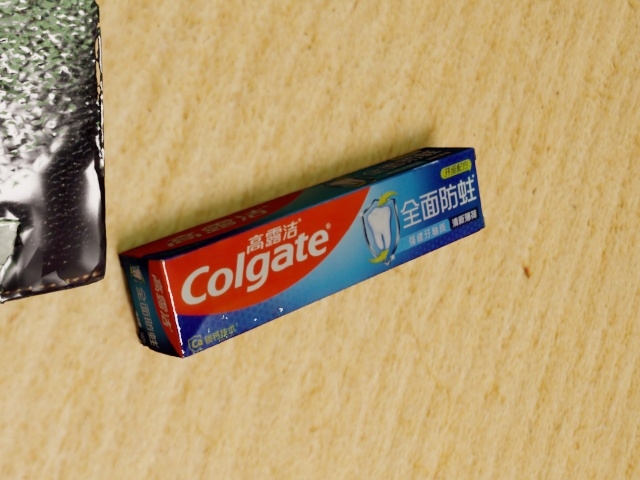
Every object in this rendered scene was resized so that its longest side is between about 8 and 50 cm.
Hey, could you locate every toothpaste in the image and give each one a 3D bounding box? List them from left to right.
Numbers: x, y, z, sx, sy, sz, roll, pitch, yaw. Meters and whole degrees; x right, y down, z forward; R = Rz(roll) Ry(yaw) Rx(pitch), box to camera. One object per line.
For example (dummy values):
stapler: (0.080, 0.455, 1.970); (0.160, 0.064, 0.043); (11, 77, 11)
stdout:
toothpaste: (0.000, -0.001, 0.791); (0.320, 0.066, 0.076); (-22, 108, -37)

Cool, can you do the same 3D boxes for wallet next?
wallet: (-0.236, -0.079, 0.590); (0.221, 0.071, 0.262); (-12, 108, -39)
